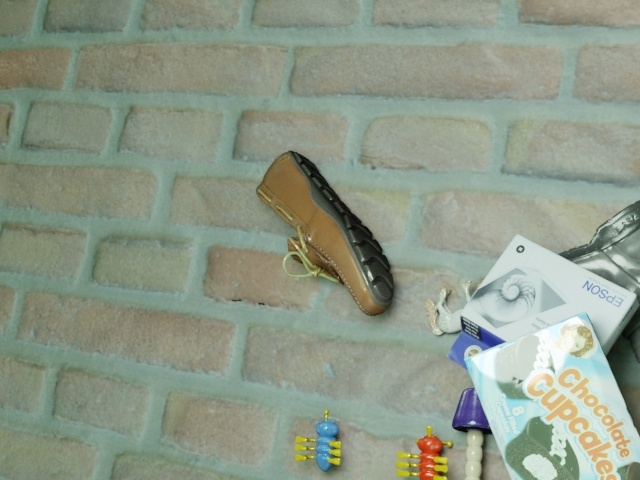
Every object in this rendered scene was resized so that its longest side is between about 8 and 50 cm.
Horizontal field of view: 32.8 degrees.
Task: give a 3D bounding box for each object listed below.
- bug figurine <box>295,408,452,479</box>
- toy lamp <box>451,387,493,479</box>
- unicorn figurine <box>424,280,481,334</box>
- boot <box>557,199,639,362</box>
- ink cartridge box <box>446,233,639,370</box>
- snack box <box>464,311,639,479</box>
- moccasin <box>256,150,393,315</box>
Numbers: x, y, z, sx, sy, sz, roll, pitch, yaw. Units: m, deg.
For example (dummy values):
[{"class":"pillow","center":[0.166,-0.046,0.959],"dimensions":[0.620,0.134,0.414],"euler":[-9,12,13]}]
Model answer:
[{"class":"bug figurine","center":[0.090,0.409,1.849],"dimensions":[0.279,0.072,0.216],"euler":[5,86,25]},{"class":"toy lamp","center":[0.245,0.376,1.756],"dimensions":[0.080,0.080,0.274],"euler":[-5,67,28]},{"class":"unicorn figurine","center":[0.245,0.126,1.837],"dimensions":[0.162,0.060,0.111],"euler":[-26,60,55]},{"class":"boot","center":[0.449,0.111,1.705],"dimensions":[0.338,0.118,0.222],"euler":[-39,67,20]},{"class":"ink cartridge box","center":[0.327,0.129,1.642],"dimensions":[0.223,0.045,0.224],"euler":[30,82,34]},{"class":"snack box","center":[0.348,0.282,1.522],"dimensions":[0.187,0.060,0.321],"euler":[-24,76,12]},{"class":"moccasin","center":[-0.002,-0.001,1.963],"dimensions":[0.147,0.139,0.380],"euler":[-46,60,13]}]
